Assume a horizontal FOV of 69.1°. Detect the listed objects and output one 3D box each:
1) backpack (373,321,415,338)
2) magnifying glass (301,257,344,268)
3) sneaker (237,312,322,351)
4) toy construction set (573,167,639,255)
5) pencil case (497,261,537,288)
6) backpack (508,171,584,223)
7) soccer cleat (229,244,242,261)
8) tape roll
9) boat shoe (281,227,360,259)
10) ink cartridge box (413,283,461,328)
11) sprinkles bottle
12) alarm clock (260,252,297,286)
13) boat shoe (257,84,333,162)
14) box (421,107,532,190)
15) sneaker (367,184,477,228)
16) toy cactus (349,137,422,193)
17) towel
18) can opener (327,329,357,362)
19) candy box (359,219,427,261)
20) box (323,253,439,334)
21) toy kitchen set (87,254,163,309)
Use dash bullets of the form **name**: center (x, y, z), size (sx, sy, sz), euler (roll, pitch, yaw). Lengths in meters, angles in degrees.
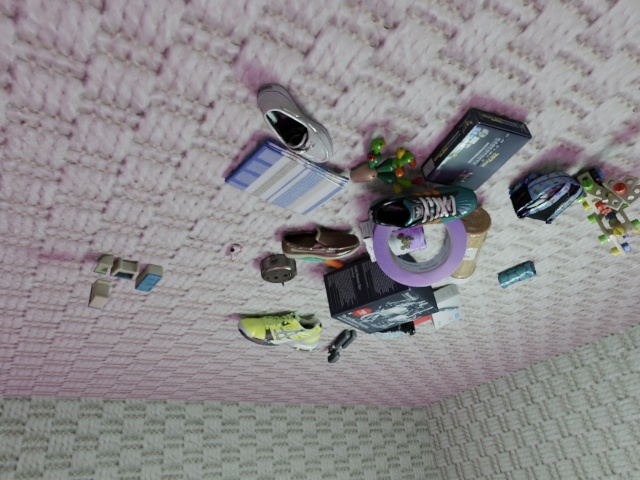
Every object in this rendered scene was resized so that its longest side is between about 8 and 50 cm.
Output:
- **backpack**: center (0.301, 0.352, 1.972), size (0.182, 0.151, 0.115), euler (-10, 143, 4)
- **magnifying glass**: center (-0.002, 0.059, 1.651), size (0.092, 0.026, 0.231), euler (-32, 143, 33)
- **sneaker**: center (-0.174, 0.377, 2.050), size (0.385, 0.145, 0.147), euler (12, 112, -25)
- **toy construction set**: center (0.876, -0.102, 1.417), size (0.151, 0.214, 0.328), euler (-22, 145, 20)
- **pencil case**: center (0.821, 0.147, 1.940), size (0.152, 0.064, 0.070), euler (-29, 118, 30)
- **backpack**: center (0.682, -0.143, 1.399), size (0.159, 0.116, 0.173), euler (8, 145, -24)
- **soccer cleat**: center (-0.291, 0.043, 1.560), size (0.036, 0.029, 0.083), euler (19, 136, -23)
- **tape roll**: center (0.297, -0.002, 1.414), size (0.275, 0.090, 0.274), euler (2, 107, 5)
- **boat shoe**: center (0.001, 0.006, 1.508), size (0.258, 0.095, 0.095), euler (-7, 142, -2)
- **ink cartridge box**: center (0.505, 0.328, 2.116), size (0.261, 0.066, 0.296), euler (-24, 146, 5)
- **sprinkles bottle**: center (0.501, 0.024, 1.620), size (0.122, 0.121, 0.355), euler (-9, 147, 2)
- **alarm clock**: center (-0.153, 0.096, 1.645), size (0.130, 0.064, 0.192), euler (-11, 145, 5)
- **boat shoe**: center (-0.050, -0.249, 1.092), size (0.096, 0.088, 0.267), euler (-21, 146, 19)
- **box**: center (0.412, -0.234, 1.248), size (0.184, 0.059, 0.232), euler (7, 146, -25)
- **sneaker**: center (0.281, -0.083, 1.277), size (0.303, 0.108, 0.121), euler (-9, -168, 10)
- **toy cactus**: center (0.168, -0.185, 1.249), size (0.181, 0.112, 0.219), euler (-15, 157, 29)
- **towel**: center (-0.087, -0.164, 1.271), size (0.285, 0.034, 0.209), euler (20, 142, -35)
- **can opener**: center (0.111, 0.546, 2.396), size (0.074, 0.093, 0.280), euler (6, 141, -20)
- **candy box**: center (0.244, -0.015, 1.545), size (0.197, 0.070, 0.164), euler (-15, 147, 10)
- **box**: center (0.235, 0.202, 1.769), size (0.313, 0.178, 0.343), euler (-24, 149, 22)
- **toy kitchen set**: center (-0.647, 0.163, 1.535), size (0.207, 0.165, 0.122), euler (18, 139, -35)
